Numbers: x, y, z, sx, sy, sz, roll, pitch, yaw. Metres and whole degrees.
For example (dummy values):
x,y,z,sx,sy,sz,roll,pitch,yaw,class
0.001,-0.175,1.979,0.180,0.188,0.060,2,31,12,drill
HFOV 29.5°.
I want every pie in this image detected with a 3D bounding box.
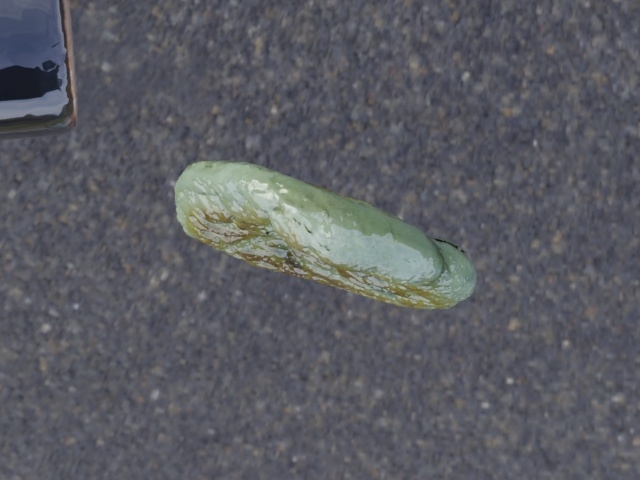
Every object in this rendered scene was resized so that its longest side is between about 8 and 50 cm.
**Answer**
x,y,z,sx,sy,sz,roll,pitch,yaw,class
0.000,0.000,0.888,0.240,0.054,0.240,19,172,3,pie

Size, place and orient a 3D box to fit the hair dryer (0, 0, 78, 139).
x,y,z,sx,sy,sz,roll,pitch,yaw,class
-0.166,-0.174,0.276,0.189,0.107,0.352,-7,127,-11,hair dryer
